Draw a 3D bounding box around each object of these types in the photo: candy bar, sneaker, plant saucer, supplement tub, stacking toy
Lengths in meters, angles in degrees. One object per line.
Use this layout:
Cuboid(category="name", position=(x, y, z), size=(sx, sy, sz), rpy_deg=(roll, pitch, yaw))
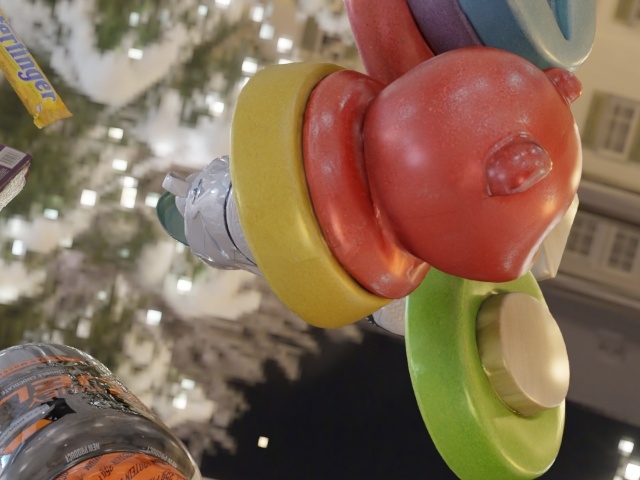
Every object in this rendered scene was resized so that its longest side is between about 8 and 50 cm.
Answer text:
Cuboid(category="candy bar", position=(-0.282, -0.173, 1.481), size=(0.040, 0.161, 0.018), rpy_deg=(-32, 180, -41))
Cuboid(category="sneaker", position=(0.000, 0.000, 1.794), size=(0.366, 0.137, 0.210), rpy_deg=(26, 172, -38))
Cuboid(category="plant saucer", position=(-0.152, -0.024, 2.076), size=(0.119, 0.021, 0.119), rpy_deg=(11, -139, -10))
Cuboid(category="supplement tub", position=(-0.234, 0.232, 1.541), size=(0.207, 0.207, 0.338), rpy_deg=(5, -170, -25))
Cuboid(category="stacking toy", position=(0.104, -0.043, 0.808), size=(0.130, 0.279, 0.309), rpy_deg=(-14, -142, 29))

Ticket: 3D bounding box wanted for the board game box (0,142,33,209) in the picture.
Cuboid(category="board game box", position=(-0.455, -0.034, 1.626), size=(0.208, 0.056, 0.347), rpy_deg=(25, -148, 5))
